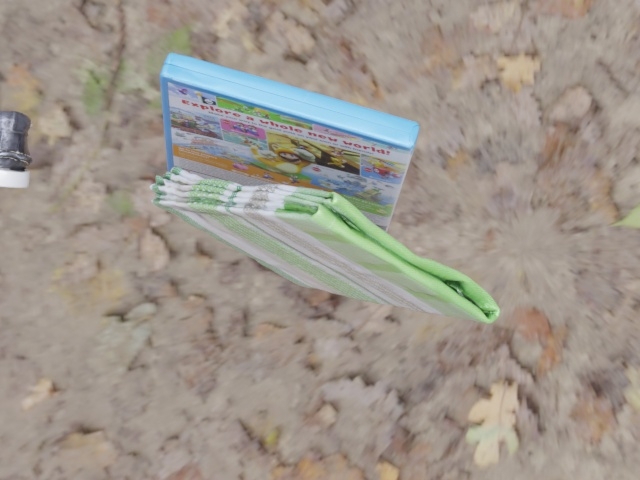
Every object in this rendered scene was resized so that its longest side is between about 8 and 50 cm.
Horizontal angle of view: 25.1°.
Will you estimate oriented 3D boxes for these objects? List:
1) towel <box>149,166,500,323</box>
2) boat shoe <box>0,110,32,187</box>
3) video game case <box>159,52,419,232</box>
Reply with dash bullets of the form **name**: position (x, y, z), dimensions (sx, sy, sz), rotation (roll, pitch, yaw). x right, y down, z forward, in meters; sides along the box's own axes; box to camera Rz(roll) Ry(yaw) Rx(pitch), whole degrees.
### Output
- **towel**: position (0.000, 0.000, 0.665), dimensions (0.113, 0.152, 0.023), rotation (30, 78, -33)
- **boat shoe**: position (-0.176, -0.053, 0.707), dimensions (0.046, 0.125, 0.038), rotation (6, 98, -33)
- **video game case**: position (-0.019, -0.036, 0.719), dimensions (0.119, 0.166, 0.015), rotation (17, 71, 2)
